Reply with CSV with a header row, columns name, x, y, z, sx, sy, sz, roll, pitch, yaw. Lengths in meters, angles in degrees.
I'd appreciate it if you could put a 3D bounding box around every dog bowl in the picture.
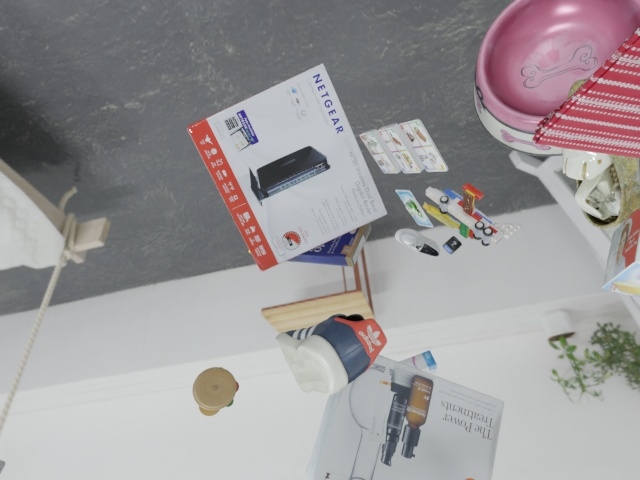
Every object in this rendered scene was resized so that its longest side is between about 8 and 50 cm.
name,x,y,z,sx,sy,sz,roll,pitch,yaw
dog bowl,0.553,-0.412,0.979,0.408,0.407,0.150,-28,160,26

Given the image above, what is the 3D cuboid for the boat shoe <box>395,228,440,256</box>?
name,x,y,z,sx,sy,sz,roll,pitch,yaw
boat shoe,0.362,0.015,1.559,0.184,0.063,0.066,27,115,-18

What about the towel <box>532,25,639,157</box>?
name,x,y,z,sx,sy,sz,roll,pitch,yaw
towel,0.387,-0.176,0.437,0.199,0.031,0.275,7,158,-5

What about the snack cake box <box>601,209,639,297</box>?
name,x,y,z,sx,sy,sz,roll,pitch,yaw
snack cake box,0.714,0.021,0.929,0.089,0.152,0.264,15,169,25

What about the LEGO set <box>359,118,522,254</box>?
name,x,y,z,sx,sy,sz,roll,pitch,yaw
LEGO set,0.173,-0.076,0.622,0.060,0.182,0.244,-40,107,-9

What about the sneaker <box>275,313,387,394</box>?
name,x,y,z,sx,sy,sz,roll,pitch,yaw
sneaker,0.018,0.209,0.816,0.148,0.131,0.350,-28,180,-21

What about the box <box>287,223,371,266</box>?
name,x,y,z,sx,sy,sz,roll,pitch,yaw
box,0.000,0.000,1.057,0.225,0.136,0.036,2,135,30

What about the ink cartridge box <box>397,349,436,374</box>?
name,x,y,z,sx,sy,sz,roll,pitch,yaw
ink cartridge box,0.297,0.401,1.323,0.123,0.052,0.088,-22,143,-1

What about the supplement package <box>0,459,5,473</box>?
name,x,y,z,sx,sy,sz,roll,pitch,yaw
supplement package,-0.521,0.371,0.428,0.175,0.177,0.293,35,93,-21

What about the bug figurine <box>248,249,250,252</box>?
name,x,y,z,sx,sy,sz,roll,pitch,yaw
bug figurine,-0.153,-0.058,1.446,0.216,0.279,0.072,-27,101,45

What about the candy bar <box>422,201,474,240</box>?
name,x,y,z,sx,sy,sz,roll,pitch,yaw
candy bar,0.326,-0.047,1.062,0.162,0.018,0.040,34,172,11

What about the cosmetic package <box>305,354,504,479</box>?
name,x,y,z,sx,sy,sz,roll,pitch,yaw
cosmetic package,0.192,0.430,0.925,0.378,0.284,0.097,21,162,-6

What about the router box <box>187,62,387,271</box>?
name,x,y,z,sx,sy,sz,roll,pitch,yaw
router box,-0.064,-0.148,0.898,0.301,0.082,0.335,-25,102,3

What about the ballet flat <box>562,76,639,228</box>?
name,x,y,z,sx,sy,sz,roll,pitch,yaw
ballet flat,0.502,-0.132,0.765,0.123,0.123,0.348,-28,135,25

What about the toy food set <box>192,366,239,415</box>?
name,x,y,z,sx,sy,sz,roll,pitch,yaw
toy food set,-0.197,0.279,0.791,0.083,0.083,0.020,-24,154,-28
